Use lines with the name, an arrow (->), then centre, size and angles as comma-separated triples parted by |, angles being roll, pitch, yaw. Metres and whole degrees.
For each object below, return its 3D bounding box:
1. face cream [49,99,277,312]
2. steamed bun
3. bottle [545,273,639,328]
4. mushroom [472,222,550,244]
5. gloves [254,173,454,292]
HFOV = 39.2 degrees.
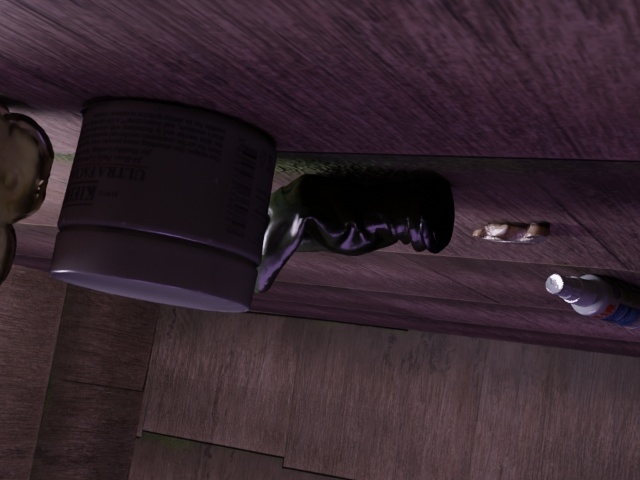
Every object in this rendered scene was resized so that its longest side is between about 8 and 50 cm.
face cream -> -0.134, -0.026, 0.787 | 0.177, 0.153, 0.177 | 8, 170, 1
steamed bun -> -0.338, -0.049, 0.768 | 0.106, 0.177, 0.192 | 8, 167, 28
bottle -> 0.386, 0.079, 1.250 | 0.217, 0.060, 0.060 | 18, 168, -40
mushroom -> 0.210, -0.007, 0.988 | 0.049, 0.019, 0.101 | 16, 169, -34
gloves -> 0.002, -0.014, 0.888 | 0.268, 0.107, 0.135 | -15, 169, 26
